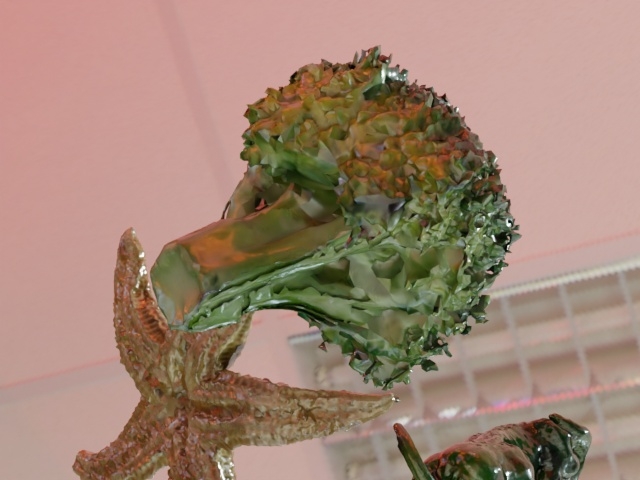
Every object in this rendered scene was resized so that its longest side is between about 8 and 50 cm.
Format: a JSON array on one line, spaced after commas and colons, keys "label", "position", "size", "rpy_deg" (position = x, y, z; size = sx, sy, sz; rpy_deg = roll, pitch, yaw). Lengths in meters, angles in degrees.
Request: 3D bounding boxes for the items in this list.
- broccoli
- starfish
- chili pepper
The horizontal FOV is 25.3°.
[{"label": "broccoli", "position": [0.000, 0.000, 0.761], "size": [0.219, 0.194, 0.194], "rpy_deg": [-25, -85, 56]}, {"label": "starfish", "position": [-0.079, 0.097, 0.921], "size": [0.277, 0.062, 0.236], "rpy_deg": [-19, -103, 40]}, {"label": "chili pepper", "position": [0.125, 0.164, 0.973], "size": [0.074, 0.257, 0.100], "rpy_deg": [-4, -93, 24]}]
